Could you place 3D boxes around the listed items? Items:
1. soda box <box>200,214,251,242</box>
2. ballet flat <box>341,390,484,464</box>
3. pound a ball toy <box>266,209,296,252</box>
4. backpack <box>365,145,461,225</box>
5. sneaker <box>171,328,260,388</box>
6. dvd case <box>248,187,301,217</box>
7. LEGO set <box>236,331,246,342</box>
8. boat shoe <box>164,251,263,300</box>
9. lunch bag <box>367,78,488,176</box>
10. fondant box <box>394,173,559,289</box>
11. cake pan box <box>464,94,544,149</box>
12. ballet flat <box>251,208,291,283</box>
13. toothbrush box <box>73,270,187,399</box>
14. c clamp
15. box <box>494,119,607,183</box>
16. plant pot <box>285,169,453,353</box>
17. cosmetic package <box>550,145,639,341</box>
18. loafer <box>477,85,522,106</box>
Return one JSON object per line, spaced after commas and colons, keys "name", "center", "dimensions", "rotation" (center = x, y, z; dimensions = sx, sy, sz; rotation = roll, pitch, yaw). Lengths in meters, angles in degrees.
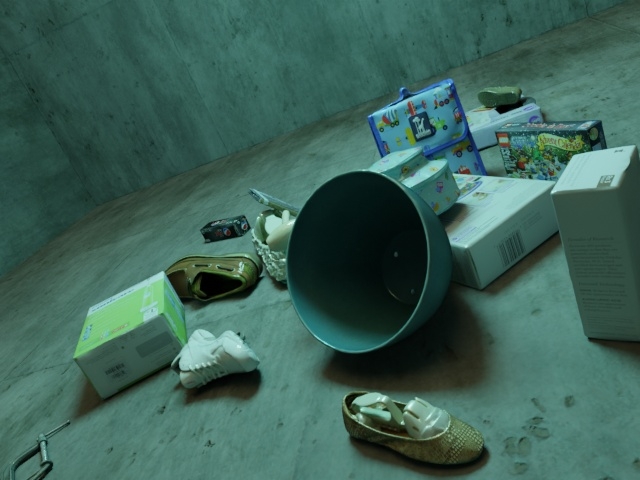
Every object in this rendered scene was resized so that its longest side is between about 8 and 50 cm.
{"name": "soda box", "center": [-0.317, -0.039, 1.842], "dimensions": [0.168, 0.053, 0.060], "rotation": [-9, 25, 34]}
{"name": "ballet flat", "center": [0.106, 0.234, 0.712], "dimensions": [0.206, 0.067, 0.073], "rotation": [-6, 28, 40]}
{"name": "pound a ball toy", "center": [0.016, -0.015, 1.185], "dimensions": [0.135, 0.208, 0.319], "rotation": [-30, 18, 17]}
{"name": "backpack", "center": [0.169, -0.101, 1.083], "dimensions": [0.165, 0.145, 0.188], "rotation": [-35, 25, -34]}
{"name": "sneaker", "center": [-0.204, 0.236, 1.041], "dimensions": [0.232, 0.090, 0.115], "rotation": [-12, 29, 51]}
{"name": "dvd case", "center": [-0.085, -0.088, 1.537], "dimensions": [0.018, 0.221, 0.164], "rotation": [-67, 22, 7]}
{"name": "LEGO set", "center": [-0.181, 0.214, 1.146], "dimensions": [0.054, 0.023, 0.083], "rotation": [-39, 12, -38]}
{"name": "boat shoe", "center": [-0.303, 0.097, 1.420], "dimensions": [0.307, 0.111, 0.104], "rotation": [-14, 22, 25]}
{"name": "lunch bag", "center": [0.256, -0.243, 1.370], "dimensions": [0.220, 0.293, 0.138], "rotation": [-23, 21, 4]}
{"name": "fondant box", "center": [0.282, -0.036, 1.128], "dimensions": [0.238, 0.096, 0.330], "rotation": [-33, 23, -19]}
{"name": "cake pan box", "center": [0.519, -0.355, 1.675], "dimensions": [0.266, 0.070, 0.246], "rotation": [-18, 24, 14]}
{"name": "ballet flat", "center": [-0.108, -0.015, 1.451], "dimensions": [0.146, 0.147, 0.409], "rotation": [-27, 20, -8]}
{"name": "toothbrush box", "center": [-0.430, 0.206, 1.284], "dimensions": [0.206, 0.122, 0.283], "rotation": [-28, 22, -8]}
{"name": "c clamp", "center": [-0.543, 0.414, 1.049], "dimensions": [0.137, 0.022, 0.160], "rotation": [-31, 21, -17]}
{"name": "box", "center": [0.473, -0.161, 1.128], "dimensions": [0.044, 0.159, 0.233], "rotation": [-32, 22, -18]}
{"name": "plant pot", "center": [0.111, 0.041, 0.948], "dimensions": [0.290, 0.291, 0.195], "rotation": [-4, -8, 42]}
{"name": "cosmetic package", "center": [0.379, 0.007, 0.726], "dimensions": [0.085, 0.231, 0.117], "rotation": [-4, 28, 43]}
{"name": "loafer", "center": [0.547, -0.439, 1.683], "dimensions": [0.050, 0.056, 0.148], "rotation": [-34, 34, -28]}
